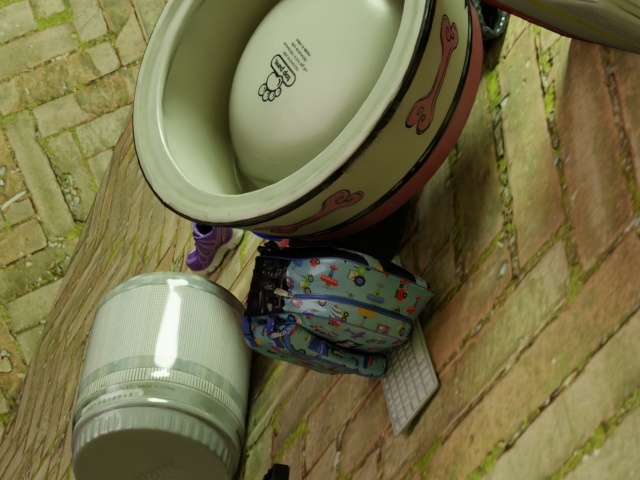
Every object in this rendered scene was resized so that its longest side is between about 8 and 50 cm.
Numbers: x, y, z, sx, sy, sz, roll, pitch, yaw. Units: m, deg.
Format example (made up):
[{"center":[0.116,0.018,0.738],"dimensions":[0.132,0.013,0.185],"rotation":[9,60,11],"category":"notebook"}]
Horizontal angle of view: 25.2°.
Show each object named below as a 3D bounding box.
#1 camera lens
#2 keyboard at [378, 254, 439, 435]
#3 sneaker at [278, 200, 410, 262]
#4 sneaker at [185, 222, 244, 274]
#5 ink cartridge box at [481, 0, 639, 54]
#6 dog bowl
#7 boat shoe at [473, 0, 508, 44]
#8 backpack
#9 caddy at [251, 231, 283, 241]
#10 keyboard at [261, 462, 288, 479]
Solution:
[{"center":[-0.202,0.194,1.858],"dimensions":[0.219,0.219,0.274],"rotation":[-52,23,40],"category":"camera lens"},{"center":[0.080,0.104,1.494],"dimensions":[0.072,0.014,0.256],"rotation":[-60,20,23],"category":"keyboard"},{"center":[-0.001,0.000,1.670],"dimensions":[0.314,0.116,0.136],"rotation":[-55,22,39],"category":"sneaker"},{"center":[-0.178,-0.006,2.273],"dimensions":[0.170,0.071,0.068],"rotation":[-46,28,50],"category":"sneaker"},{"center":[0.273,-0.303,1.186],"dimensions":[0.279,0.160,0.385],"rotation":[-66,17,7],"category":"ink cartridge box"},{"center":[-0.006,-0.180,1.523],"dimensions":[0.408,0.150,0.408],"rotation":[-20,57,34],"category":"dog bowl"},{"center":[0.173,-0.298,1.604],"dimensions":[0.083,0.065,0.183],"rotation":[-24,64,57],"category":"boat shoe"},{"center":[0.023,0.071,1.454],"dimensions":[0.173,0.158,0.117],"rotation":[-3,69,54],"category":"backpack"},{"center":[-0.036,-0.159,1.886],"dimensions":[0.341,0.179,0.241],"rotation":[-52,44,25],"category":"caddy"},{"center":[-0.062,0.336,1.612],"dimensions":[0.108,0.023,0.180],"rotation":[-51,25,41],"category":"keyboard"}]
